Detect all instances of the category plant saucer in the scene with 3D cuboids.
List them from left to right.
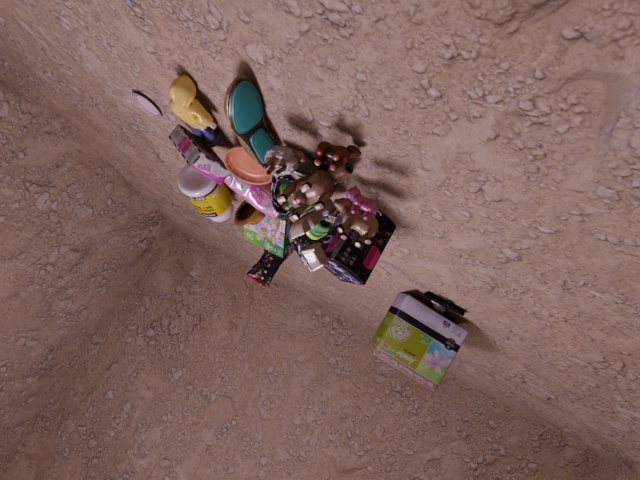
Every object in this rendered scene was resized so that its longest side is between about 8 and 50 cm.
[{"bbox_3d":[-0.255,-0.284,1.486,0.200,0.037,0.200,9,150,5],"label":"plant saucer"}]

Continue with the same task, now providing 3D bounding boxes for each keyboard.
[{"bbox_3d":[0.552,0.273,1.777,0.192,0.038,0.100,26,-175,12],"label":"keyboard"}]

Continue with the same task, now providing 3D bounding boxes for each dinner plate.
[{"bbox_3d":[-0.704,-0.548,1.637,0.141,0.017,0.141,27,162,10],"label":"dinner plate"}]

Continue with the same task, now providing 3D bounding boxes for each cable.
[{"bbox_3d":[-0.116,-0.156,1.456,0.150,0.047,0.184,27,133,13],"label":"cable"}]

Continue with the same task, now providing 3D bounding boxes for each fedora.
[{"bbox_3d":[-0.314,-0.128,1.864,0.194,0.194,0.079,11,158,49],"label":"fedora"}]

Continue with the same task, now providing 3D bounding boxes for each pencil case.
[{"bbox_3d":[-0.269,-0.213,1.656,0.284,0.124,0.124,41,160,-23],"label":"pencil case"}]

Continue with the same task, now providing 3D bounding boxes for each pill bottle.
[{"bbox_3d":[-0.544,-0.224,1.966,0.188,0.188,0.334,26,162,17],"label":"pill bottle"}]

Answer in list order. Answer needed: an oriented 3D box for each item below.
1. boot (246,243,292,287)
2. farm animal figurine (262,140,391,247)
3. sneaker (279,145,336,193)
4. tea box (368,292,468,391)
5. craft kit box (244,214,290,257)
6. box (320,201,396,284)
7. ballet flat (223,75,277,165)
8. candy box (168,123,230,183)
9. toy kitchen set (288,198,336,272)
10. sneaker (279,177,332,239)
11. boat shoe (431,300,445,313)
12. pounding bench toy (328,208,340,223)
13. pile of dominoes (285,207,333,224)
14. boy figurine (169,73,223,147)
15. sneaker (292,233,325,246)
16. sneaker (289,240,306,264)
[{"bbox_3d":[-0.299,0.086,2.238,0.138,0.284,0.377,25,162,20],"label":"boot"},{"bbox_3d":[0.026,-0.149,1.188,0.326,0.172,0.330,-3,123,27],"label":"farm animal figurine"},{"bbox_3d":[-0.052,-0.214,1.345,0.226,0.086,0.163,29,160,4],"label":"sneaker"},{"bbox_3d":[0.455,0.471,1.917,0.329,0.324,0.220,30,176,1],"label":"tea box"},{"bbox_3d":[-0.269,-0.062,2.005,0.246,0.061,0.250,27,135,20],"label":"craft kit box"},{"bbox_3d":[0.115,0.004,1.389,0.163,0.247,0.142,40,159,-25],"label":"box"},{"bbox_3d":[-0.224,-0.358,1.213,0.123,0.123,0.348,24,161,21],"label":"ballet flat"},{"bbox_3d":[-0.464,-0.331,1.543,0.233,0.071,0.159,47,-170,35],"label":"candy box"},{"bbox_3d":[-0.017,-0.012,1.339,0.122,0.207,0.166,-22,103,40],"label":"toy kitchen set"},{"bbox_3d":[-0.055,-0.137,1.572,0.123,0.109,0.295,-25,120,25],"label":"sneaker"},{"bbox_3d":[0.541,0.308,1.860,0.100,0.035,0.035,42,160,-32],"label":"boat shoe"},{"bbox_3d":[0.074,-0.086,1.518,0.052,0.065,0.083,19,159,33],"label":"pounding bench toy"},{"bbox_3d":[-0.062,-0.092,1.770,0.196,0.040,0.251,36,161,-16],"label":"pile of dominoes"},{"bbox_3d":[-0.439,-0.440,1.366,0.177,0.092,0.285,26,161,19],"label":"boy figurine"},{"bbox_3d":[0.000,0.000,1.841,0.267,0.101,0.106,21,-172,-6],"label":"sneaker"},{"bbox_3d":[-0.106,0.051,2.190,0.121,0.079,0.217,30,155,14],"label":"sneaker"}]
